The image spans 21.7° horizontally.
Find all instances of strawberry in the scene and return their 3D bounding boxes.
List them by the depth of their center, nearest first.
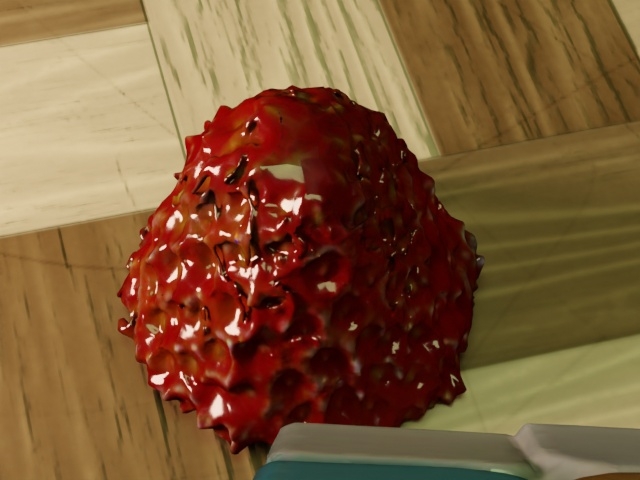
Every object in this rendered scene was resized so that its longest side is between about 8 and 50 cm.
[{"bbox_3d":[0.000,0.000,0.972,0.234,0.178,0.234,2,59,-4],"label":"strawberry"}]

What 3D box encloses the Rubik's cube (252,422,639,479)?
[{"bbox_3d":[0.130,0.258,0.590,0.344,0.347,0.346,3,93,3],"label":"Rubik's cube"}]
